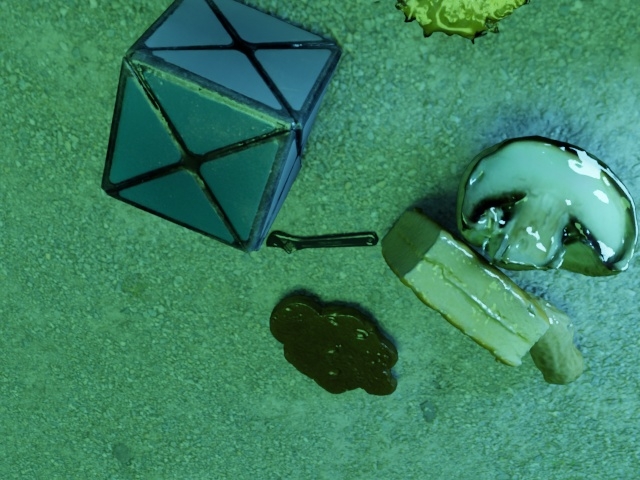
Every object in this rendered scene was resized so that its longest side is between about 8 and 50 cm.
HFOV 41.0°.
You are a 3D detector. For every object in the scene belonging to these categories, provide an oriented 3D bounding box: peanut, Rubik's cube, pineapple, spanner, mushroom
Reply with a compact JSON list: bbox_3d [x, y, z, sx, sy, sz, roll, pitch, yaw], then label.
[{"bbox_3d":[0.389,0.172,1.469,0.099,0.099,0.214,-13,121,26],"label":"peanut"},{"bbox_3d":[-0.142,-0.178,1.243,0.260,0.255,0.259,20,132,1],"label":"Rubik's cube"},{"bbox_3d":[0.182,-0.365,1.108,0.224,0.076,0.225,7,127,10],"label":"pineapple"},{"bbox_3d":[0.000,0.000,1.504,0.208,0.012,0.046,-3,126,19],"label":"spanner"},{"bbox_3d":[0.317,-0.047,1.264,0.267,0.164,0.190,5,88,-7],"label":"mushroom"}]

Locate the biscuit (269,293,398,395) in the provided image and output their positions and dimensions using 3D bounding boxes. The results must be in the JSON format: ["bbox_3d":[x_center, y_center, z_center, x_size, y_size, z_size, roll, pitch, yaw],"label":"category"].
[{"bbox_3d":[0.033,0.202,1.637,0.290,0.041,0.208,39,129,-16],"label":"biscuit"}]

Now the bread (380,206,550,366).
[{"bbox_3d":[0.219,0.066,1.346,0.239,0.246,0.111,38,97,-13],"label":"bread"}]
